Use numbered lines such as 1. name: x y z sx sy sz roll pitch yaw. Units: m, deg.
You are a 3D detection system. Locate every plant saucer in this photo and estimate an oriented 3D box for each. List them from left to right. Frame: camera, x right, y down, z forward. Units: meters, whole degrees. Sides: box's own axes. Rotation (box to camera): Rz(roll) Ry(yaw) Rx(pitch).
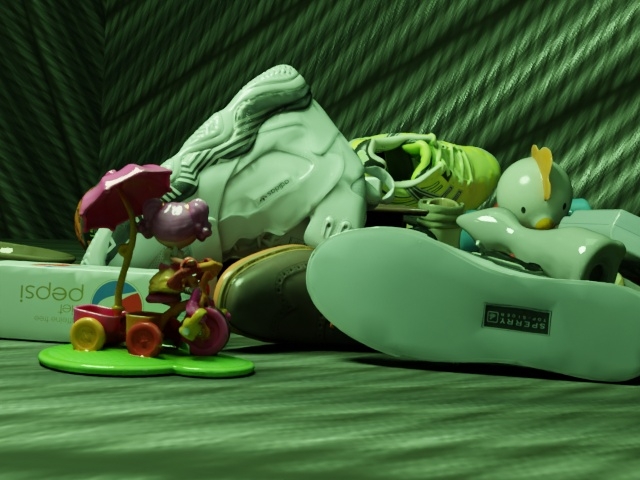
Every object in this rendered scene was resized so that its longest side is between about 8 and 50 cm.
1. plant saucer: -0.592 0.028 1.615 0.277 0.041 0.278 10 1 0

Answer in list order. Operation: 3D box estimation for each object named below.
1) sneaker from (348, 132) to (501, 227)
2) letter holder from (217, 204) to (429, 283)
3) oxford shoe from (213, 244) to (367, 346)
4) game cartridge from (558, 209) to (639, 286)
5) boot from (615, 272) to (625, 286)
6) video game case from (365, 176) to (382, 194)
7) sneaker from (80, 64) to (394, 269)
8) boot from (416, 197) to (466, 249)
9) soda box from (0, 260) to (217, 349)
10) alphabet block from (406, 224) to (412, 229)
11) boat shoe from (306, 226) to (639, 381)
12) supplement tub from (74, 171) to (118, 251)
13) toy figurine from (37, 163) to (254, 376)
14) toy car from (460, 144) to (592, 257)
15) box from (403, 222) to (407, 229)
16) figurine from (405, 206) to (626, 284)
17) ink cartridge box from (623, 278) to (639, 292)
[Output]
1. sneaker: 0.168 -0.100 1.415 0.384 0.145 0.147 -9 -14 -38
2. letter holder: -0.007 0.025 1.102 0.301 0.152 0.214 3 3 -16
3. oxford shoe: 0.024 0.059 0.854 0.271 0.097 0.098 2 7 -39
4. game cartridge: 0.484 0.045 1.191 0.294 0.060 0.196 28 -6 -7
5. boot: 0.276 0.067 1.159 0.203 0.095 0.262 3 6 8
6. video game case: 0.000 0.000 1.285 0.173 0.190 0.022 3 -3 20
7. sneaker: -0.084 -0.008 0.947 0.210 0.366 0.137 41 -20 2
8. boot: 0.176 0.021 1.279 0.077 0.165 0.213 4 3 16
9. soda box: -0.210 0.059 0.820 0.216 0.069 0.074 4 1 6
10. alphabet block: 0.129 0.000 1.790 0.193 0.192 0.197 5 2 -17
11. boat shoe: 0.142 0.057 0.790 0.306 0.113 0.105 6 -5 9
12. supplement tub: -0.306 -0.029 1.631 0.207 0.207 0.338 2 2 -41
13. toy figurine: -0.132 0.019 0.696 0.173 0.159 0.130 4 1 14
14. toy car: 0.325 -0.032 1.334 0.219 0.210 0.238 -6 -38 0
15. box: 0.038 0.009 1.552 0.168 0.167 0.203 3 1 -17
16. figurine: 0.199 0.018 1.005 0.214 0.092 0.209 -14 28 -32
17. ink cartridge box: 0.631 0.082 1.574 0.190 0.082 0.139 1 1 -18
